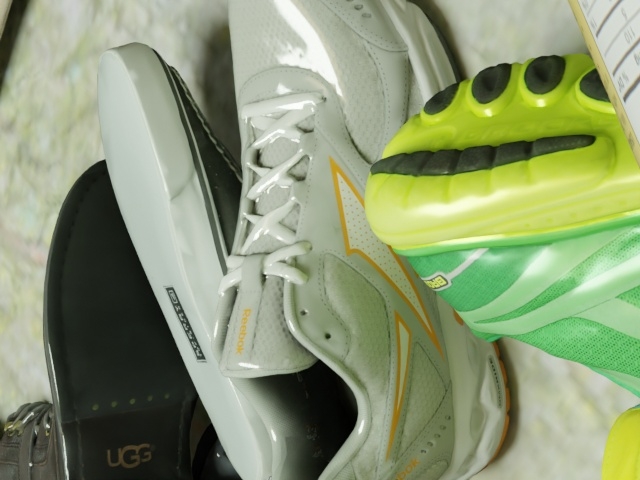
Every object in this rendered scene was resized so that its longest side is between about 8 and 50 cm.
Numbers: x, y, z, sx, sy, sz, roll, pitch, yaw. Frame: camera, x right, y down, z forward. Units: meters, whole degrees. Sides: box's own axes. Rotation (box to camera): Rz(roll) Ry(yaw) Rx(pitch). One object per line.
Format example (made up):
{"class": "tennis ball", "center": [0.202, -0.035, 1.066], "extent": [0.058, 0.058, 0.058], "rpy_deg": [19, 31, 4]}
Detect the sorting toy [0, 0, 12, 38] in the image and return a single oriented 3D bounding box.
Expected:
{"class": "sorting toy", "center": [-0.221, -0.197, 0.908], "extent": [0.193, 0.038, 0.208], "rpy_deg": [45, 139, 18]}

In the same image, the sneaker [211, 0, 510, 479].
{"class": "sneaker", "center": [0.000, 0.000, 0.709], "extent": [0.099, 0.121, 0.262], "rpy_deg": [-6, 104, 46]}

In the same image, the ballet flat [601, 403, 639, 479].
{"class": "ballet flat", "center": [0.150, 0.171, 0.682], "extent": [0.077, 0.077, 0.231], "rpy_deg": [-157, 56, -63]}

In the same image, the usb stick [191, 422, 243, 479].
{"class": "usb stick", "center": [0.039, 0.185, 0.812], "extent": [0.278, 0.045, 0.077], "rpy_deg": [36, 129, 30]}

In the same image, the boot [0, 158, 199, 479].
{"class": "boot", "center": [-0.134, 0.099, 0.910], "extent": [0.229, 0.091, 0.263], "rpy_deg": [162, 109, -65]}

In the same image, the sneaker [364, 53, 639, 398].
{"class": "sneaker", "center": [0.157, -0.003, 0.581], "extent": [0.295, 0.109, 0.123], "rpy_deg": [5, 140, 40]}

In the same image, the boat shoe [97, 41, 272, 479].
{"class": "boat shoe", "center": [-0.043, 0.005, 0.796], "extent": [0.078, 0.070, 0.219], "rpy_deg": [9, 121, 65]}

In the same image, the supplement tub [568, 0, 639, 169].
{"class": "supplement tub", "center": [0.161, -0.113, 0.372], "extent": [0.241, 0.241, 0.331], "rpy_deg": [-33, 75, 48]}
